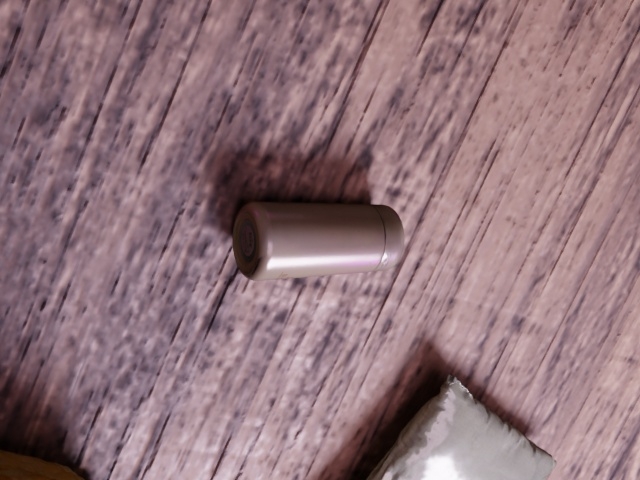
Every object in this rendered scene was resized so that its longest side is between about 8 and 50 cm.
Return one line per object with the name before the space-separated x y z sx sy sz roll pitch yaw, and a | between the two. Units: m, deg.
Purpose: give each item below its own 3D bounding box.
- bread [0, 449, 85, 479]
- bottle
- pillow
bread | -0.203 0.187 0.562 0.245 0.121 0.174 24 102 -32
bottle | 0.000 0.000 0.623 0.096 0.045 0.045 -1 113 -28
pillow | 0.062 0.212 0.754 0.148 0.050 0.230 37 90 -39
